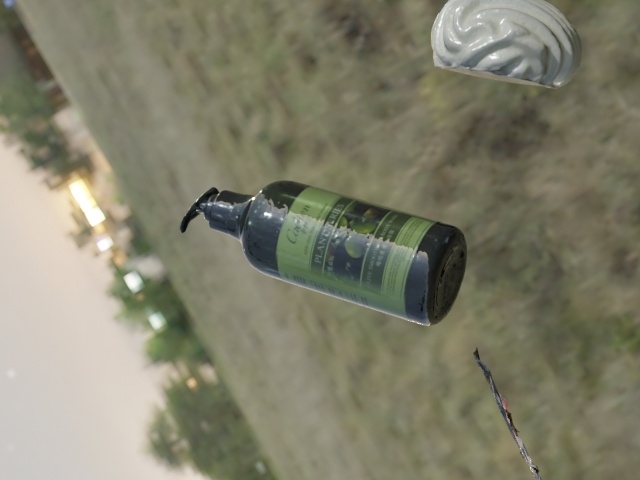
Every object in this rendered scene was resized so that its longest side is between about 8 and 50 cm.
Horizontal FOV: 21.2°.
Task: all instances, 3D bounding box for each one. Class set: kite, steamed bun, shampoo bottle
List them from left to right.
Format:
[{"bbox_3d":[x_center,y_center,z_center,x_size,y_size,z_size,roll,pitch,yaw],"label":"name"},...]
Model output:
[{"bbox_3d":[0.000,0.000,1.694,0.284,0.101,0.101,17,154,23],"label":"shampoo bottle"},{"bbox_3d":[0.217,-0.240,1.999,0.183,0.183,0.106,-155,75,-80],"label":"steamed bun"},{"bbox_3d":[0.233,0.228,2.029,0.189,0.009,0.232,63,-179,-56],"label":"kite"}]
